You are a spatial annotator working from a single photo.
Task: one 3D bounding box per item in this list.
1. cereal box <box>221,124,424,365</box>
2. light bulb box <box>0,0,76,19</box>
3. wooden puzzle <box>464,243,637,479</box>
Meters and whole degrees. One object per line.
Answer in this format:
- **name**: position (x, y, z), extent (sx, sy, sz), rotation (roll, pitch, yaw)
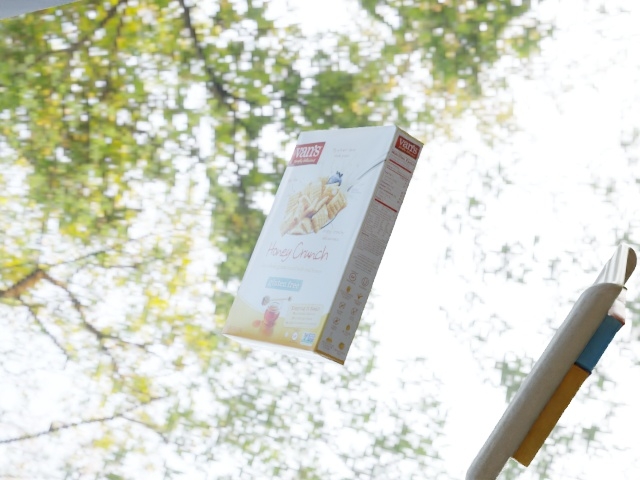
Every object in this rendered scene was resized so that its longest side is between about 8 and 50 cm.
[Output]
- **cereal box**: position (0.000, 0.000, 1.282), extent (0.047, 0.173, 0.240), rotation (28, -104, -33)
- **light bulb box**: position (-0.155, -0.322, 0.657), extent (0.361, 0.357, 0.225), rotation (-14, -34, -7)
- **wooden puzzle**: position (0.221, 0.116, 1.145), extent (0.221, 0.044, 0.239), rotation (-60, -13, 16)
